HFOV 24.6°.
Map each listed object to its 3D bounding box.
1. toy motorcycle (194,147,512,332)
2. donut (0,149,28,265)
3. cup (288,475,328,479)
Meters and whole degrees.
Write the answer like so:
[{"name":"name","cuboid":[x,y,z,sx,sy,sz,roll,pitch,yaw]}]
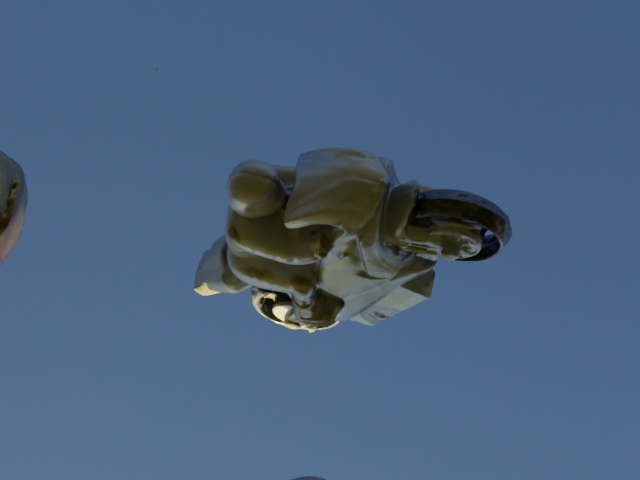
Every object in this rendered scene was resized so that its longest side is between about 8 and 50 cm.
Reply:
[{"name":"toy motorcycle","cuboid":[0.000,0.000,0.862,0.151,0.229,0.074,25,-117,-26]},{"name":"donut","cuboid":[-0.324,0.066,0.844,0.170,0.360,0.360,42,-89,-3]},{"name":"cup","cuboid":[0.045,0.336,0.884,0.371,0.253,0.253,40,-89,-15]}]
